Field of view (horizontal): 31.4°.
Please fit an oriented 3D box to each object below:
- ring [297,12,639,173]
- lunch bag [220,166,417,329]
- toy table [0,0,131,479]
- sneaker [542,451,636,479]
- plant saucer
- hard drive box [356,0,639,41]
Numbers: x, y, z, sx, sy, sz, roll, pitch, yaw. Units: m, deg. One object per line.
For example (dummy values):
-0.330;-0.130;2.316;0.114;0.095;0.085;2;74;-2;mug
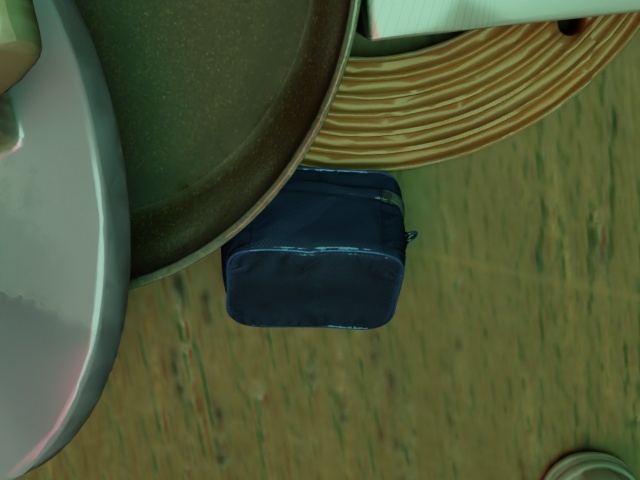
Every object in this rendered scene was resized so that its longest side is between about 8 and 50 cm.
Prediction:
0.021;-0.198;0.543;0.337;0.032;0.336;-1;104;-5;ring
0.000;0.000;0.566;0.098;0.065;0.067;3;141;-7;lunch bag
-0.182;-0.032;0.407;0.252;0.161;0.274;-26;85;14;toy table
0.154;0.230;0.624;0.080;0.094;0.212;-7;104;-4;sneaker
-0.127;-0.128;0.500;0.311;0.050;0.310;4;103;15;plant saucer
0.121;-0.190;0.491;0.232;0.089;0.181;-8;105;-3;hard drive box
